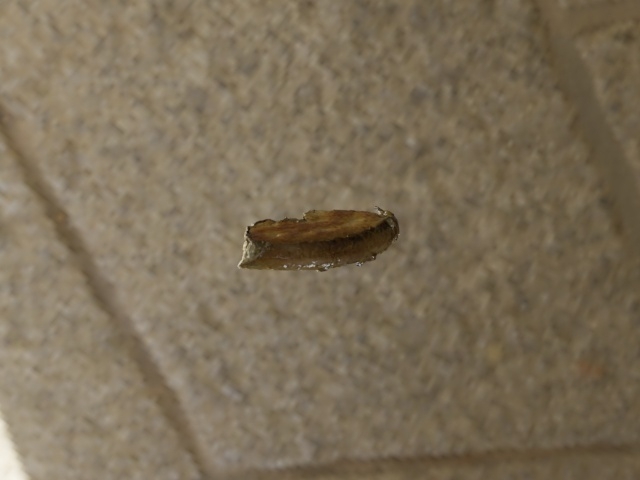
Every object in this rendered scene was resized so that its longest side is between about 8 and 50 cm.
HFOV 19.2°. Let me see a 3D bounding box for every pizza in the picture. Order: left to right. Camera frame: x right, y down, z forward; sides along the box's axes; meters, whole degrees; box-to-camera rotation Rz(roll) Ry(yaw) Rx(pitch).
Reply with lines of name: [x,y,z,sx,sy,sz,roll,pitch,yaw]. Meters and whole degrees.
pizza: [0.000,0.000,0.674,0.037,0.083,0.016,22,114,37]
